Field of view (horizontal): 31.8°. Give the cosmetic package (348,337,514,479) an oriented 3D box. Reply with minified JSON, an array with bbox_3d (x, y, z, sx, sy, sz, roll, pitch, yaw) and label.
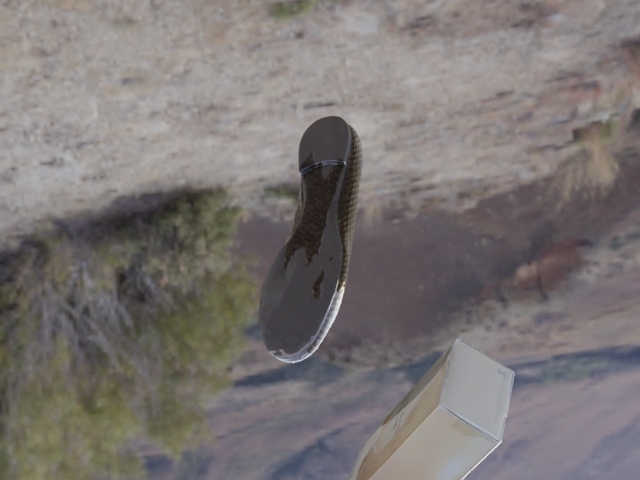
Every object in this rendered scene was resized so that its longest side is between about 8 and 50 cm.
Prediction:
[{"bbox_3d":[0.060,0.116,0.642,0.041,0.060,0.115,31,127,-5],"label":"cosmetic package"}]

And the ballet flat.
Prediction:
[{"bbox_3d":[0.000,0.000,1.035,0.084,0.250,0.058,-6,149,26],"label":"ballet flat"}]
